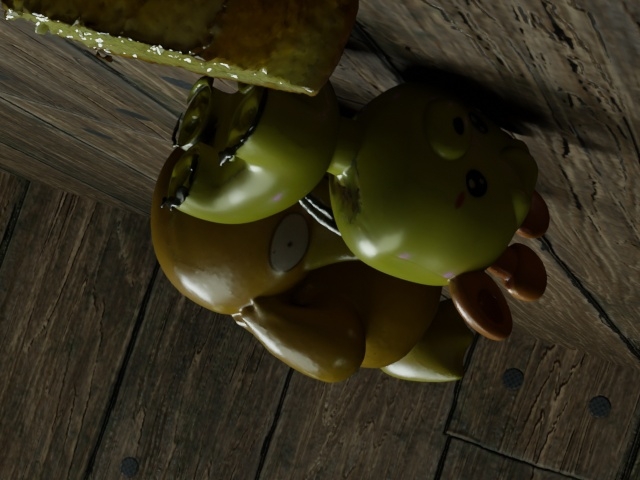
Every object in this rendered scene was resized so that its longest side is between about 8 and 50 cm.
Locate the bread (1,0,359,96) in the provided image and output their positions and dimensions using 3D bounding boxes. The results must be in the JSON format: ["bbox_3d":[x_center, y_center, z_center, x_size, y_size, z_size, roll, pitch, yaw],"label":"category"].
[{"bbox_3d":[-0.077,-0.114,0.762,0.187,0.065,0.103,18,-179,29],"label":"bread"}]

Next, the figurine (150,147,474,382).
[{"bbox_3d":[-0.002,0.004,1.129,0.215,0.215,0.228,17,162,19],"label":"figurine"}]

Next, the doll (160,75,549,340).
[{"bbox_3d":[0.036,-0.030,0.897,0.221,0.143,0.135,21,141,-23],"label":"doll"}]
